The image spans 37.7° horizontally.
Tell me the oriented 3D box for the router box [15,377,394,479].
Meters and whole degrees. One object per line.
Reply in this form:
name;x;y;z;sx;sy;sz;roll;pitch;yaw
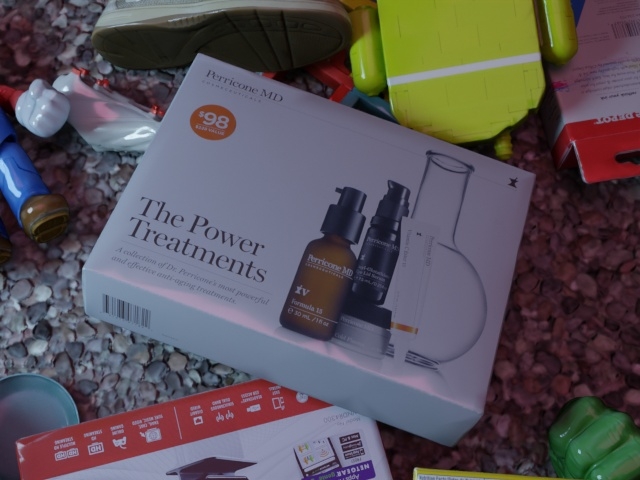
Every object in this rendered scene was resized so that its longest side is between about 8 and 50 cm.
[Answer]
router box;-0.085;0.295;0.879;0.335;0.082;0.301;-13;71;-10

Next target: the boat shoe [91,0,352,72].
boat shoe;-0.110;-0.258;1.062;0.302;0.109;0.098;0;61;16

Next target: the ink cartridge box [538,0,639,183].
ink cartridge box;0.320;-0.165;1.062;0.134;0.078;0.231;-9;71;-3

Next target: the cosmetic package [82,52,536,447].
cosmetic package;0.000;0.000;0.924;0.377;0.097;0.284;20;55;0

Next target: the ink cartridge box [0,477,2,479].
ink cartridge box;-0.446;0.279;0.861;0.289;0.121;0.211;-36;75;-7

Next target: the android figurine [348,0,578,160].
android figurine;0.153;-0.217;1.025;0.248;0.056;0.273;-10;88;12

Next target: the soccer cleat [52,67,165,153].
soccer cleat;-0.215;-0.123;1.055;0.196;0.068;0.076;27;101;2

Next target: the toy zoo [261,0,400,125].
toy zoo;0.037;-0.168;1.085;0.192;0.030;0.293;36;73;11

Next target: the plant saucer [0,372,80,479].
plant saucer;-0.303;0.196;0.957;0.119;0.021;0.119;0;71;-1

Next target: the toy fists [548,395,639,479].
toy fists;0.298;0.277;0.872;0.096;0.142;0.279;-20;71;-8

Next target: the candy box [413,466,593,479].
candy box;0.182;0.259;0.820;0.206;0.027;0.105;1;73;16

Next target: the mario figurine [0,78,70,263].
mario figurine;-0.397;-0.136;0.991;0.198;0.170;0.320;-21;77;-44
